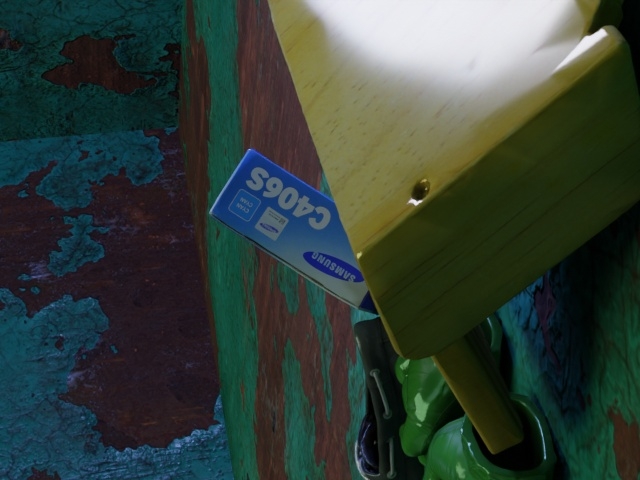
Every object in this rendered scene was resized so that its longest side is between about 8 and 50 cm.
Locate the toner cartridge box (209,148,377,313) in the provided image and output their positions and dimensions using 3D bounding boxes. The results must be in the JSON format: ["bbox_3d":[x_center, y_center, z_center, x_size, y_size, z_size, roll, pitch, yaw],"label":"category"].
[{"bbox_3d":[0.000,0.000,1.559,0.075,0.165,0.348,-59,-7,0],"label":"toner cartridge box"}]

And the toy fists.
[{"bbox_3d":[0.129,0.173,1.383,0.279,0.096,0.142,-111,17,-52],"label":"toy fists"}]

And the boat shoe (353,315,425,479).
[{"bbox_3d":[0.071,0.191,1.706,0.335,0.096,0.112,95,165,-45],"label":"boat shoe"}]

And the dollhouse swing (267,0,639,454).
[{"bbox_3d":[0.144,-0.068,1.204,0.305,0.315,0.346,39,-160,-35],"label":"dollhouse swing"}]
